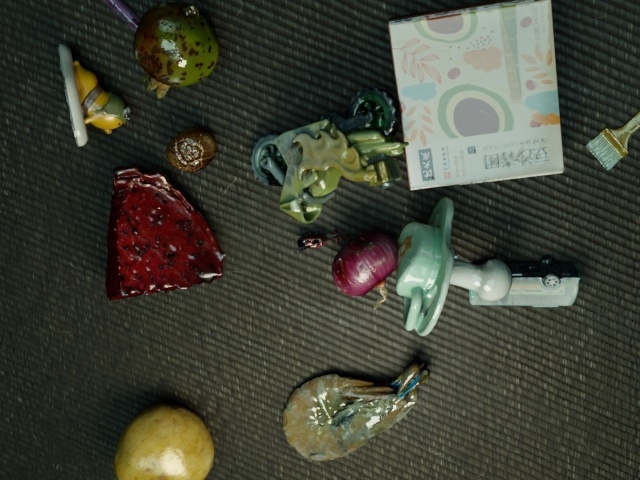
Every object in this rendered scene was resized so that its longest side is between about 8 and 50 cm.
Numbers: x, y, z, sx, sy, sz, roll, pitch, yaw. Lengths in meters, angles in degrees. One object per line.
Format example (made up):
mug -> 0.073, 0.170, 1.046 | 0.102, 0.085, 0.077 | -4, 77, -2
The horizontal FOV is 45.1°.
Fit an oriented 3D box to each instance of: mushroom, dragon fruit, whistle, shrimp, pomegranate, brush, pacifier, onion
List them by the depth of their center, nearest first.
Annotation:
brush -> 0.711, -0.261, 1.749 | 0.082, 0.010, 0.218 | 45, 108, -6
pacifier -> 0.301, 0.078, 1.757 | 0.269, 0.344, 0.288 | 16, 138, -3
pomegranate -> -0.345, -0.444, 1.780 | 0.246, 0.198, 0.198 | -11, 109, 53
whistle -> -0.487, -0.563, 1.829 | 0.033, 0.033, 0.176 | -42, 96, 17
onion -> 0.112, 0.058, 1.848 | 0.153, 0.177, 0.177 | 26, 109, 11
mushroom -> -0.316, -0.221, 1.877 | 0.109, 0.085, 0.126 | 41, 115, -5
dragon fruit -> -0.417, -0.022, 1.955 | 0.285, 0.228, 0.330 | -11, 85, -21
shrimp -> 0.089, 0.426, 2.009 | 0.445, 0.110, 0.221 | -31, 91, 20
pomegranate -> -0.411, 0.563, 2.048 | 0.260, 0.260, 0.261 | 2, 107, 8

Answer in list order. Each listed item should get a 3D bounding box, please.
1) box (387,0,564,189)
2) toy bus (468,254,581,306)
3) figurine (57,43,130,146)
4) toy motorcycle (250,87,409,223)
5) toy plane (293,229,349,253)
box -> 0.348, -0.329, 1.725 | 0.344, 0.122, 0.386 | -7, 105, 10
toy bus -> 0.486, 0.101, 1.854 | 0.261, 0.091, 0.109 | 1, 117, 10
figurine -> -0.540, -0.358, 1.858 | 0.141, 0.166, 0.250 | -11, 92, -12
toy motorcycle -> 0.019, -0.185, 1.776 | 0.410, 0.168, 0.237 | -21, 89, 32
toy plane -> 0.000, 0.000, 1.911 | 0.145, 0.060, 0.037 | -11, 105, -4
